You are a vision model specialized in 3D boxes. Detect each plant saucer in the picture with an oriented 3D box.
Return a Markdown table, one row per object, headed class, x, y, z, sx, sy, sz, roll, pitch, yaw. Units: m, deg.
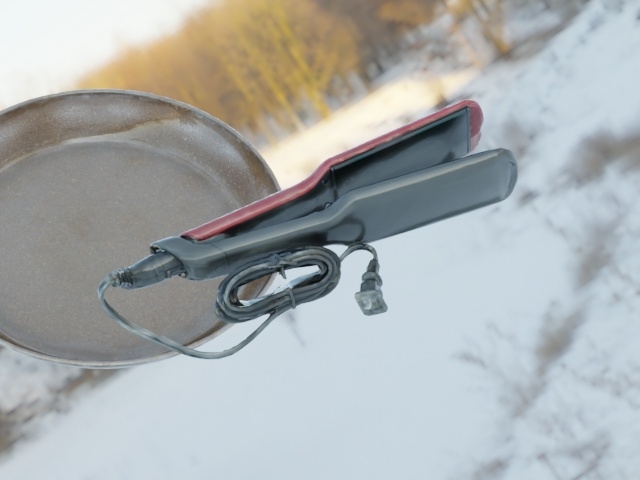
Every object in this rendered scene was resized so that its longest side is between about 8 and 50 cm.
| class | x | y | z | sx | sy | sz | roll | pitch | yaw |
| --- | --- | --- | --- | --- | --- | --- | --- | --- | --- |
| plant saucer | -0.183 | -0.006 | 1.431 | 0.310 | 0.310 | 0.050 | -37 | -27 | -32 |

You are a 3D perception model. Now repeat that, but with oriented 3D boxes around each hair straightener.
| class | x | y | z | sx | sy | sz | roll | pitch | yaw |
| --- | --- | --- | --- | --- | --- | --- | --- | --- | --- |
| hair straightener | 0.000 | 0.000 | 0.854 | 0.230 | 0.089 | 0.047 | -19 | -39 | -17 |
